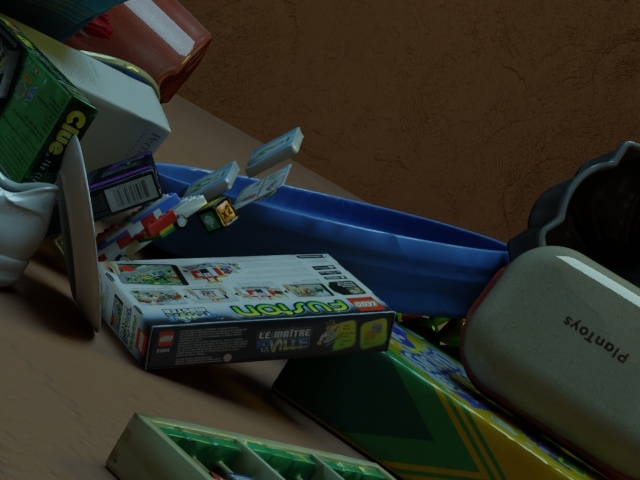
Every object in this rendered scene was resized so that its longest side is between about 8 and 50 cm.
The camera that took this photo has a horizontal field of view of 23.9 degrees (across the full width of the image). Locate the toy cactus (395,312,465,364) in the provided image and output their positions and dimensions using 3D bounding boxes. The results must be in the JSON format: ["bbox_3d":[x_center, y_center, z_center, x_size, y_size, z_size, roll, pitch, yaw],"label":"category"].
[{"bbox_3d":[0.082,0.105,1.613,0.180,0.112,0.219,8,18,-23],"label":"toy cactus"}]

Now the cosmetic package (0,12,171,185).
[{"bbox_3d":[-0.268,-0.125,1.434,0.231,0.117,0.085,24,26,-38],"label":"cosmetic package"}]

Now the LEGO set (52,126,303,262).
[{"bbox_3d":[-0.112,-0.039,1.256,0.060,0.182,0.244,60,12,-12],"label":"LEGO set"}]

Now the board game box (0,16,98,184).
[{"bbox_3d":[-0.259,-0.092,1.218,0.030,0.136,0.259,31,6,-33],"label":"board game box"}]

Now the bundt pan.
[{"bbox_3d":[0.308,0.065,1.464,0.331,0.331,0.124,29,-12,-22],"label":"bundt pan"}]

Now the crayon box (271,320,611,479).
[{"bbox_3d":[0.136,0.177,1.280,0.323,0.083,0.203,34,7,14],"label":"crayon box"}]

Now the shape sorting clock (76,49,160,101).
[{"bbox_3d":[-0.269,-0.146,1.556,0.206,0.040,0.206,0,-17,0],"label":"shape sorting clock"}]

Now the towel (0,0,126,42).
[{"bbox_3d":[-0.379,-0.242,1.374,0.370,0.040,0.271,12,-21,-38],"label":"towel"}]

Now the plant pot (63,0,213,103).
[{"bbox_3d":[-0.295,-0.259,1.876,0.265,0.272,0.272,40,6,-4],"label":"plant pot"}]

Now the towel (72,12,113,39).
[{"bbox_3d":[-0.381,-0.235,1.608,0.275,0.031,0.199,-2,-4,18],"label":"towel"}]

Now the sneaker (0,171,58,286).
[{"bbox_3d":[-0.282,-0.058,1.042,0.212,0.094,0.080,30,8,-11],"label":"sneaker"}]

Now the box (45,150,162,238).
[{"bbox_3d":[-0.189,-0.037,1.244,0.162,0.116,0.029,-125,-164,-78],"label":"box"}]

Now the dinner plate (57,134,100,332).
[{"bbox_3d":[-0.173,-0.004,1.071,0.017,0.141,0.141,-8,18,-13],"label":"dinner plate"}]

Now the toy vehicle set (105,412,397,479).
[{"bbox_3d":[0.013,0.178,0.894,0.166,0.035,0.267,36,7,34],"label":"toy vehicle set"}]

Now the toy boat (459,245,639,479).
[{"bbox_3d":[0.231,0.121,1.287,0.231,0.151,0.151,33,-22,16],"label":"toy boat"}]

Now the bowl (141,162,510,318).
[{"bbox_3d":[0.000,0.000,1.541,0.391,0.077,0.391,13,5,-1],"label":"bowl"}]

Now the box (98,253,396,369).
[{"bbox_3d":[-0.059,0.051,1.154,0.207,0.036,0.114,-1,25,-30],"label":"box"}]
